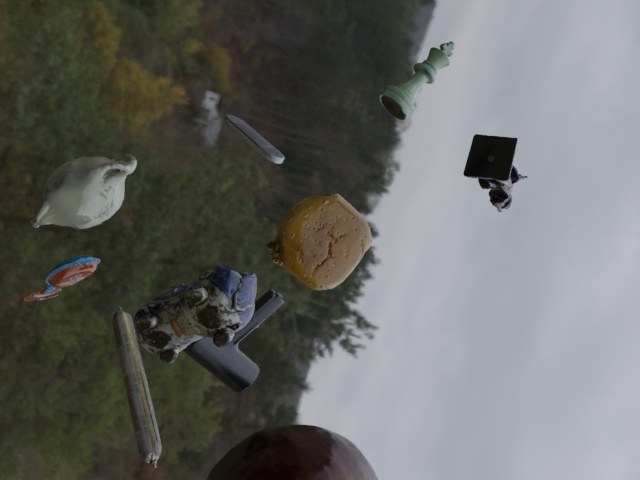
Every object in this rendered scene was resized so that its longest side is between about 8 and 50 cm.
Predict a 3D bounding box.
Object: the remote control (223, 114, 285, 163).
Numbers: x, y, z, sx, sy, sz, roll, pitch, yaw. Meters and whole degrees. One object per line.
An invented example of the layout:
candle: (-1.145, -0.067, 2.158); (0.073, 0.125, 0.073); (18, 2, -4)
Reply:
remote control: (-0.196, -0.297, 2.323); (0.077, 0.245, 0.022); (-5, 130, -53)

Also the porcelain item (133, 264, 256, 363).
porcelain item: (-0.252, 0.140, 1.641); (0.288, 0.138, 0.186); (-25, -163, 25)

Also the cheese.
cheese: (-0.545, 0.083, 1.679); (0.256, 0.106, 0.037); (-32, -106, 42)

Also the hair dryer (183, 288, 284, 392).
hair dryer: (-0.182, 0.216, 1.867); (0.251, 0.197, 0.089); (-44, -162, 2)

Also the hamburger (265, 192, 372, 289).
hamburger: (0.000, 0.000, 1.237); (0.147, 0.138, 0.083); (-49, -175, -6)

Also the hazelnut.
hazelnut: (-0.060, 0.598, 1.739); (0.353, 0.421, 0.420); (96, 10, -67)

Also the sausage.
sausage: (-0.264, 0.203, 1.137); (0.033, 0.033, 0.269); (113, -36, -44)

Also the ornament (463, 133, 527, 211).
ornament: (0.320, -0.097, 1.423); (0.081, 0.088, 0.203); (-68, 153, -21)

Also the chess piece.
chess piece: (0.158, -0.259, 1.242); (0.149, 0.059, 0.059); (-49, 180, -11)

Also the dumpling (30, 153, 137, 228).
dumpling: (-0.500, -0.109, 1.703); (0.258, 0.147, 0.193); (-32, -162, 7)
